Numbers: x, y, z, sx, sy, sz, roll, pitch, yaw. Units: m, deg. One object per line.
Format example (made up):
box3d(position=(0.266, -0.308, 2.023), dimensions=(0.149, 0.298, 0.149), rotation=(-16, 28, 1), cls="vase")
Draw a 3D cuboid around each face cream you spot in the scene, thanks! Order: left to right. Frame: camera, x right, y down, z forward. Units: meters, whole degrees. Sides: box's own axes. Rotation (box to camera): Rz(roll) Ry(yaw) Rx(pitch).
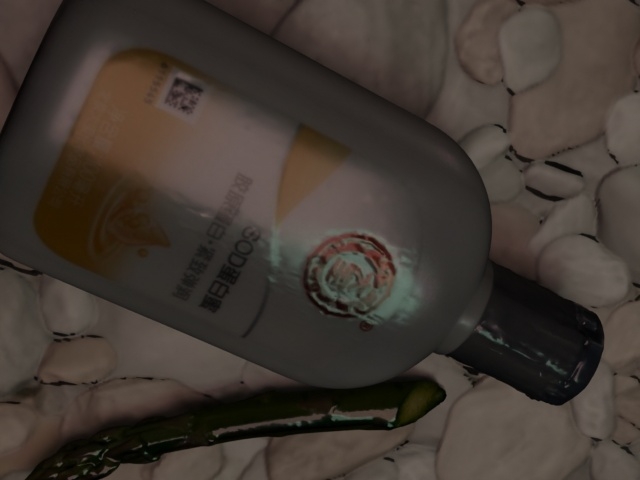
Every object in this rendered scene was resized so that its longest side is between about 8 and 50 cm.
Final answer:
box3d(position=(0.000, 0.000, 0.410), dimensions=(0.291, 0.071, 0.144), rotation=(27, 107, -16), cls="face cream")

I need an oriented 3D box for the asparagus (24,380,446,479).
box3d(position=(-0.047, 0.101, 0.471), dimensions=(0.236, 0.027, 0.034), rotation=(-10, 102, -2), cls="asparagus")
